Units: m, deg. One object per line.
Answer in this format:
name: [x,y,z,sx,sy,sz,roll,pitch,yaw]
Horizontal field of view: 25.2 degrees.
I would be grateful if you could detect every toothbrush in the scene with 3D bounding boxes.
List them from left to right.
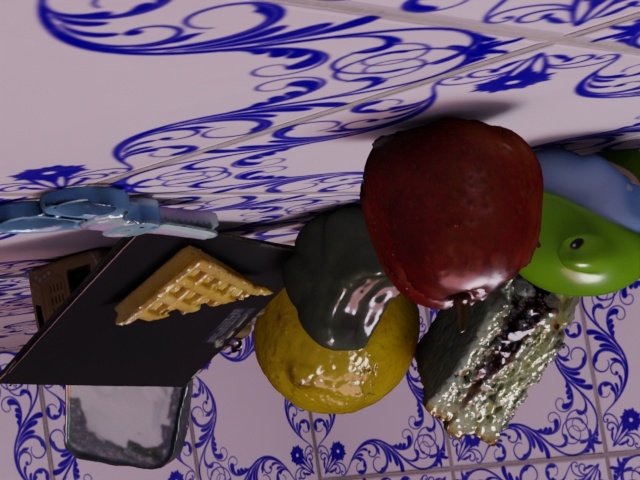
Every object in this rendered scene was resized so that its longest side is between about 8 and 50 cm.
toothbrush: [-0.427,0.050,1.748,0.193,0.013,0.019,-7,168,-16]

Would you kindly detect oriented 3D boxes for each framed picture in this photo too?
framed picture: [-0.177,0.082,1.627,0.255,0.014,0.338,-46,154,19]

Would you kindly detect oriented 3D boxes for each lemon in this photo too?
lemon: [0.026,0.139,2.174,0.267,0.267,0.267,-9,175,-1]

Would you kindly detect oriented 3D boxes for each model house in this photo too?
model house: [-0.271,0.179,2.242,0.190,0.271,0.301,6,-168,5]

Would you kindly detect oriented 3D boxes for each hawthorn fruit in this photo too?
hawthorn fruit: [0.107,-0.013,1.130,0.148,0.172,0.148,-5,160,-2]

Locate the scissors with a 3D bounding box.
scissors: [-0.175,-0.022,1.305,0.125,0.030,0.256,-13,170,33]

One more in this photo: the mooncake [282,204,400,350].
mooncake: [0.037,0.043,1.645,0.104,0.175,0.168,-3,-162,-45]

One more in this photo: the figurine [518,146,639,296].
figurine: [0.279,-0.028,1.428,0.162,0.143,0.263,24,-151,32]

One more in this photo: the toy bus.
toy bus: [-0.211,0.081,1.784,0.157,0.139,0.289,-21,165,34]

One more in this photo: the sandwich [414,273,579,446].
sandwich: [0.266,0.106,2.084,0.131,0.325,0.262,29,-163,-8]

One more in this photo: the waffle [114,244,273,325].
waffle: [-0.139,0.071,1.596,0.125,0.032,0.191,-42,153,6]
